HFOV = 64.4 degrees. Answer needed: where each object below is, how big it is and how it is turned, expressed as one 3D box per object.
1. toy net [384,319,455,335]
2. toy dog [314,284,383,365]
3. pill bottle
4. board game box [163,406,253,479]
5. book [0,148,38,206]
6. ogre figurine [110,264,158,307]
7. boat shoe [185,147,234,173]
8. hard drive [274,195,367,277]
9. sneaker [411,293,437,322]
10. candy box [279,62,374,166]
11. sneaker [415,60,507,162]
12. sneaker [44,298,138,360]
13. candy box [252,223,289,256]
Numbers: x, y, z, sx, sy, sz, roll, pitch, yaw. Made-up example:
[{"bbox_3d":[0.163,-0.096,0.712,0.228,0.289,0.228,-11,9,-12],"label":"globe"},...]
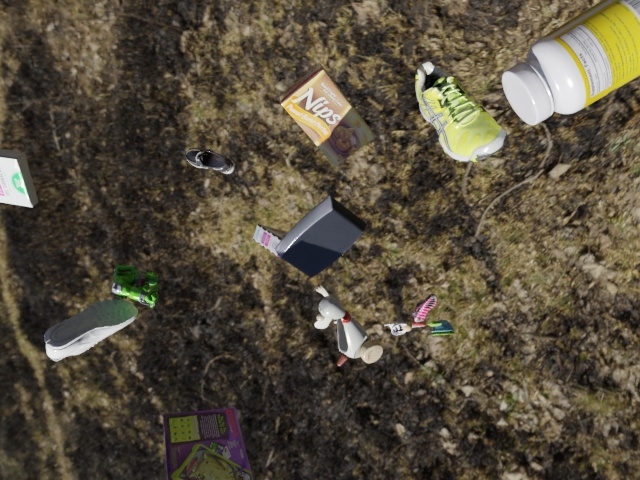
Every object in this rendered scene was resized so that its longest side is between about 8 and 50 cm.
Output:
[{"bbox_3d":[0.290,0.273,1.566,0.232,0.122,0.045,-11,80,39],"label":"toy net"},{"bbox_3d":[0.065,0.328,1.765,0.334,0.161,0.220,47,174,-20],"label":"toy dog"},{"bbox_3d":[0.597,-0.408,1.148,0.333,0.188,0.188,-30,88,7],"label":"pill bottle"},{"bbox_3d":[-0.295,0.579,1.324,0.347,0.208,0.056,-127,39,-59],"label":"board game box"},{"bbox_3d":[-0.562,-0.112,0.863,0.144,0.035,0.096,8,127,4],"label":"book"},{"bbox_3d":[-0.508,0.117,1.394,0.097,0.118,0.197,-60,27,28],"label":"ogre figurine"},{"bbox_3d":[-0.248,-0.177,1.109,0.125,0.038,0.046,23,90,20],"label":"boat shoe"},{"bbox_3d":[0.000,0.000,1.524,0.172,0.054,0.254,36,118,-24],"label":"hard drive"},{"bbox_3d":[0.359,0.227,1.779,0.119,0.047,0.057,-56,31,19],"label":"sneaker"},{"bbox_3d":[0.026,-0.435,1.793,0.182,0.088,0.316,-36,122,14],"label":"candy box"},{"bbox_3d":[0.345,-0.342,1.345,0.145,0.147,0.385,-36,42,6],"label":"sneaker"},{"bbox_3d":[-0.593,0.232,1.327,0.090,0.235,0.095,45,139,29],"label":"sneaker"},{"bbox_3d":[-0.146,0.011,2.000,0.233,0.159,0.071,28,101,54],"label":"candy box"}]
